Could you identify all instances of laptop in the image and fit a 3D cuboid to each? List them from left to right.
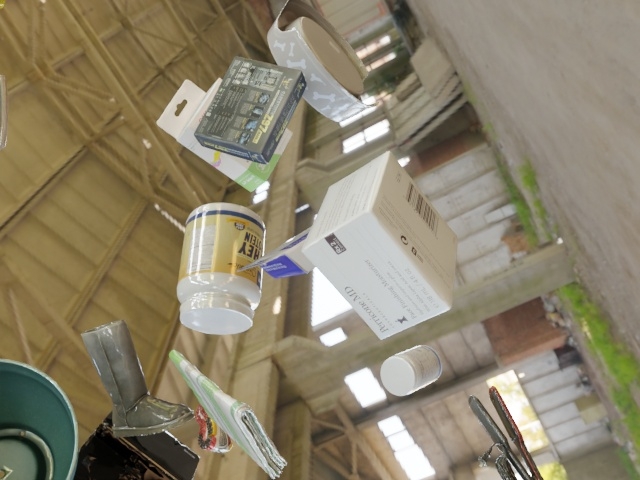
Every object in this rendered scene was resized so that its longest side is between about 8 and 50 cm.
[{"bbox_3d":[-0.410,0.501,1.384,0.234,0.136,0.264,39,-125,-4],"label":"laptop"}]

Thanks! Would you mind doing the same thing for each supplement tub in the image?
[{"bbox_3d":[-0.274,0.080,1.783,0.228,0.228,0.316,47,-143,-53],"label":"supplement tub"},{"bbox_3d":[0.161,0.226,1.128,0.107,0.071,0.071,-6,-111,-52],"label":"supplement tub"}]

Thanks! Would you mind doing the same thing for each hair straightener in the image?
[{"bbox_3d":[0.297,0.355,1.040,0.047,0.089,0.230,92,157,-62],"label":"hair straightener"}]

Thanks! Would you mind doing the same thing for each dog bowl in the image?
[{"bbox_3d":[0.004,-0.458,1.671,0.349,0.102,0.348,40,-152,-27],"label":"dog bowl"}]

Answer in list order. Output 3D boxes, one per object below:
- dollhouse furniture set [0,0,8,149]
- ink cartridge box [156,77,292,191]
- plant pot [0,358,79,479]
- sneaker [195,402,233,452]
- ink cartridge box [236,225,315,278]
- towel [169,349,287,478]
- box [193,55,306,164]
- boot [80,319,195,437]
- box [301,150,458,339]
[{"bbox_3d":[-0.542,-0.212,0.994,0.198,0.303,0.286,6,-106,-47],"label":"dollhouse furniture set"},{"bbox_3d":[-0.286,-0.337,1.945,0.353,0.119,0.207,34,-116,-19],"label":"ink cartridge box"},{"bbox_3d":[-0.535,0.364,1.043,0.196,0.293,0.293,111,144,-58],"label":"plant pot"},{"bbox_3d":[-0.302,0.522,1.855,0.093,0.088,0.225,31,-157,-28],"label":"sneaker"},{"bbox_3d":[0.000,0.000,1.319,0.065,0.333,0.165,62,154,-6],"label":"ink cartridge box"},{"bbox_3d":[-0.102,0.183,0.699,0.152,0.023,0.113,24,144,48],"label":"towel"},{"bbox_3d":[-0.160,-0.305,1.493,0.232,0.183,0.059,-67,-21,-16],"label":"box"},{"bbox_3d":[-0.332,0.244,1.164,0.076,0.190,0.208,-2,-100,-71],"label":"boot"},{"bbox_3d":[0.091,0.004,0.902,0.181,0.119,0.182,48,-148,-18],"label":"box"}]
